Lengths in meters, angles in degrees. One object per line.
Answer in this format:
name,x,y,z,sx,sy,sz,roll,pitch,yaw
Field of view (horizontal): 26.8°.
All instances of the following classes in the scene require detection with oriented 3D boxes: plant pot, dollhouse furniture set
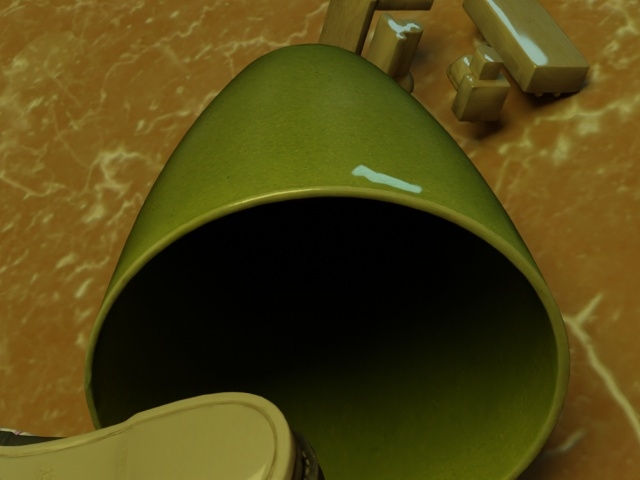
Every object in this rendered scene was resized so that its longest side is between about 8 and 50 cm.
plant pot,0.000,0.000,0.879,0.275,0.275,0.293,-17,34,10
dollhouse furniture set,0.095,-0.129,1.058,0.151,0.123,0.144,-4,45,-25

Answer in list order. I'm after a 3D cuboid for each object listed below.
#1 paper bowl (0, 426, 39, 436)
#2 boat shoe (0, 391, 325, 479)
paper bowl,-0.213,0.269,0.818,0.284,0.148,0.284,-11,52,14
boat shoe,-0.157,0.157,0.731,0.335,0.095,0.112,-8,48,16
